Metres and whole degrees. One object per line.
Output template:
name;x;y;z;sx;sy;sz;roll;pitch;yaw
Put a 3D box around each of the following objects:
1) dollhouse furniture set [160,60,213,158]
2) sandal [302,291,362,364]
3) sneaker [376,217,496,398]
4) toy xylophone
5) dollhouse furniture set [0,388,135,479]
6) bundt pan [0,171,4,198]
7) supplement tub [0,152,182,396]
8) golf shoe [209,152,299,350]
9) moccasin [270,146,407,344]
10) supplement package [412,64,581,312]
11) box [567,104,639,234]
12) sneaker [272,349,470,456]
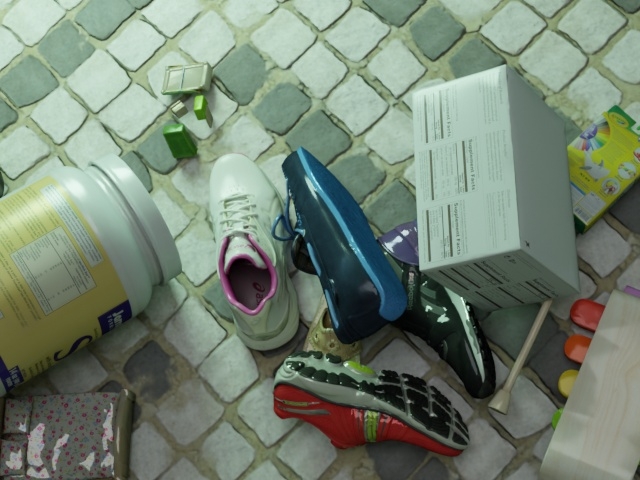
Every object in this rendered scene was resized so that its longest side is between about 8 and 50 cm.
dollhouse furniture set;-0.204;-0.204;2.057;0.076;0.058;0.151;-7;51;14
sandal;0.019;0.123;1.882;0.088;0.079;0.240;9;73;11
sneaker;0.151;0.108;1.866;0.124;0.107;0.283;-24;61;8
toy xylophone;0.374;0.195;1.802;0.236;0.081;0.322;30;78;16
dollhouse furniture set;-0.324;0.291;1.829;0.303;0.174;0.355;-3;72;7
bundt pan;-0.627;-0.068;2.023;0.331;0.124;0.330;-3;70;7
supplement tub;-0.387;0.044;1.868;0.331;0.241;0.241;-31;69;-17
golf shoe;-0.101;-0.001;1.912;0.115;0.140;0.306;-17;69;5
moccasin;0.000;0.000;1.865;0.117;0.138;0.342;-42;40;16
supplement package;0.236;-0.063;1.784;0.145;0.204;0.261;-13;65;29
box;0.399;-0.105;1.908;0.179;0.043;0.105;-42;75;-13
sneaker;0.067;0.241;1.835;0.279;0.107;0.118;20;116;1
